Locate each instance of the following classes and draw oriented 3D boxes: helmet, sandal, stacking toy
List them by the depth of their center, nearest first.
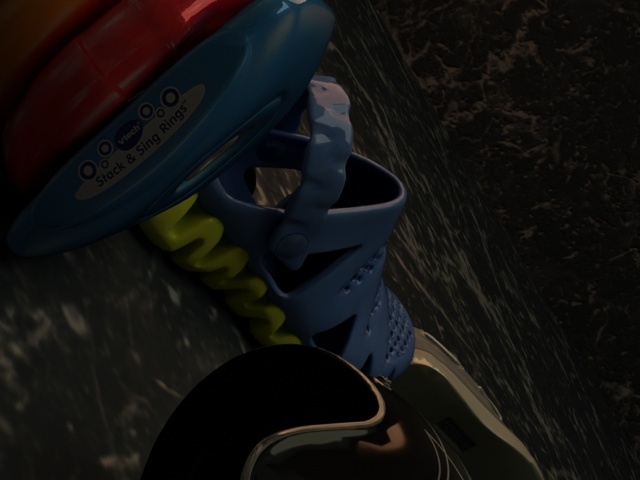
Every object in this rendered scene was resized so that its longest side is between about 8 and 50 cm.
[{"bbox_3d":[-0.011,0.128,0.443,0.161,0.169,0.169,-22,84,-60],"label":"helmet"},{"bbox_3d":[-0.146,-0.153,0.568,0.302,0.175,0.166,50,11,0],"label":"stacking toy"},{"bbox_3d":[0.000,0.000,0.787,0.317,0.138,0.126,48,18,-51],"label":"sandal"}]

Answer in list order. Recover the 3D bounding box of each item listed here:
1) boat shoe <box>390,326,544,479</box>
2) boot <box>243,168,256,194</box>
[{"bbox_3d":[0.127,0.159,1.056,0.227,0.079,0.081,51,21,-27],"label":"boat shoe"},{"bbox_3d":[-0.088,-0.092,0.839,0.121,0.045,0.099,52,14,-34],"label":"boot"}]
